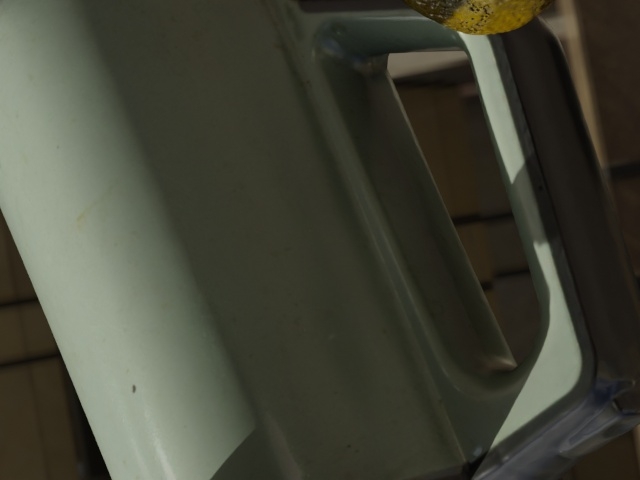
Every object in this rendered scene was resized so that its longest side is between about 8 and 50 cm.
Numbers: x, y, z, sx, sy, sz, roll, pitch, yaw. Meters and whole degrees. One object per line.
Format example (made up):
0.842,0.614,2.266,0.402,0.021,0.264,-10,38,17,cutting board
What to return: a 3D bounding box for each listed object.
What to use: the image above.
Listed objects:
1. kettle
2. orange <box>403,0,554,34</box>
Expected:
0.000,0.000,0.949,0.361,0.377,0.250,-40,150,30,kettle
0.059,-0.130,0.695,0.095,0.085,0.085,29,161,-24,orange
